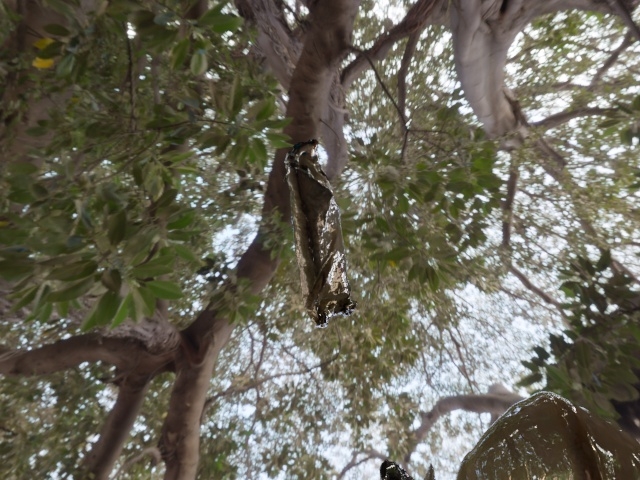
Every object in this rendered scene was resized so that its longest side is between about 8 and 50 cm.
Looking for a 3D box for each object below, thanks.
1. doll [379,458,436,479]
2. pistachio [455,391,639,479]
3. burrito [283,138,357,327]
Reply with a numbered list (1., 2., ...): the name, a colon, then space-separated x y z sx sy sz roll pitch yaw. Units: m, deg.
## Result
1. doll: 0.061 0.225 0.285 0.095 0.192 0.149 -10 -48 7
2. pistachio: 0.323 0.427 0.677 0.282 0.365 0.444 -2 -111 9
3. burrito: -0.002 0.000 0.459 0.042 0.051 0.171 13 -58 34
